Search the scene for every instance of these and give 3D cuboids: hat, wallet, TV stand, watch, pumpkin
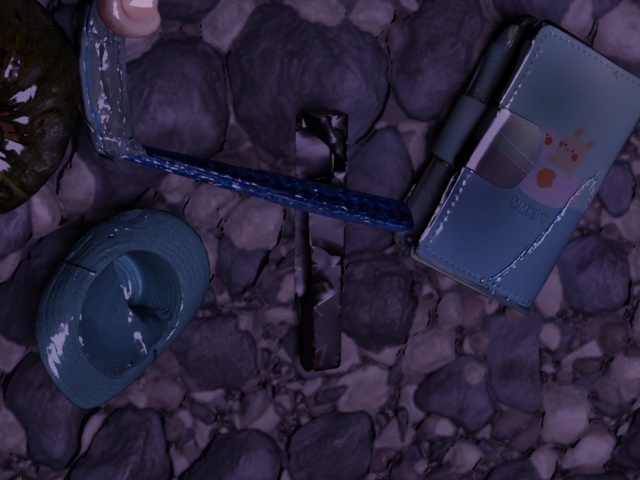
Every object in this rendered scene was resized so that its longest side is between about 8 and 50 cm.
[{"bbox_3d":[-0.186,0.055,1.758,0.191,0.078,0.138,-48,128,-22],"label":"hat"},{"bbox_3d":[0.190,-0.071,1.861,0.176,0.075,0.250,27,96,-31],"label":"wallet"},{"bbox_3d":[0.000,0.000,1.828,0.036,0.042,0.249,-7,111,-22],"label":"TV stand"},{"bbox_3d":[-0.070,-0.115,1.725,0.275,0.068,0.276,-13,105,-12],"label":"watch"},{"bbox_3d":[-0.301,-0.116,1.604,0.224,0.157,0.223,-11,123,-18],"label":"pumpkin"}]

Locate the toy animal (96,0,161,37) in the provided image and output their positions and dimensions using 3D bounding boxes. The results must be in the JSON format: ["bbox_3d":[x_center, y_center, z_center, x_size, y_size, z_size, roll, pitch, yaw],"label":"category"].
[{"bbox_3d":[-0.159,-0.337,1.496,0.278,0.247,0.345,-18,118,25],"label":"toy animal"}]

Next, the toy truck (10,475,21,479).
[{"bbox_3d":[-0.206,0.257,1.826,0.175,0.067,0.081,34,87,-24],"label":"toy truck"}]
